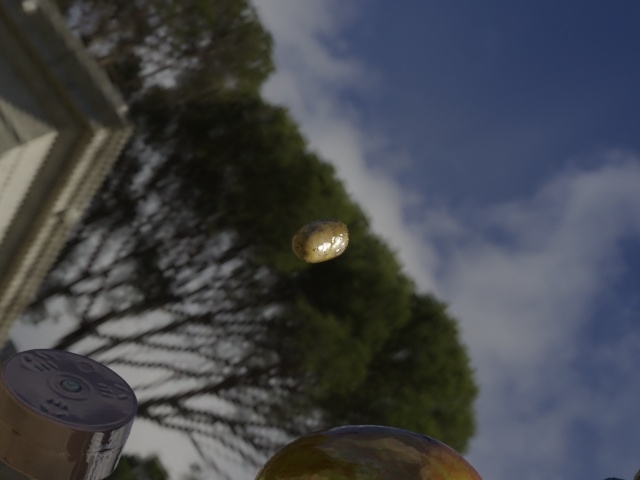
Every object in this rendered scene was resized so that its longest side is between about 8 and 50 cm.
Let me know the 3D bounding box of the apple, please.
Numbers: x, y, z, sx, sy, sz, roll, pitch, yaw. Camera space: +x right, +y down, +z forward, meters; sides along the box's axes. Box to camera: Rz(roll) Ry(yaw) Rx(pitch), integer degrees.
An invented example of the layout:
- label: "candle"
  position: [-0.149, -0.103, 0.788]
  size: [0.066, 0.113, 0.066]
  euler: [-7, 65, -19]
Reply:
- label: "apple"
  position: [0.043, 0.314, 1.644]
  size: [0.264, 0.264, 0.264]
  euler: [28, -47, 36]

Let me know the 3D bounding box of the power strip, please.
- label: "power strip"
  position: [-0.268, 0.181, 1.651]
  size: [0.154, 0.154, 0.078]
  euler: [35, -64, 31]

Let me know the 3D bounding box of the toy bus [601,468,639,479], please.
- label: "toy bus"
  position: [0.231, 0.324, 1.063]
  size: [0.177, 0.365, 0.202]
  euler: [6, -42, 46]

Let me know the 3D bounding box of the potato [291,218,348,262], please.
- label: "potato"
  position: [0.000, 0.000, 1.916]
  size: [0.040, 0.083, 0.051]
  euler: [8, -77, 48]
